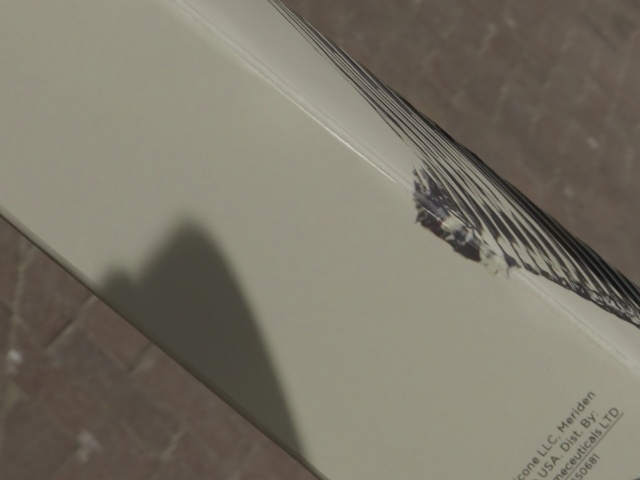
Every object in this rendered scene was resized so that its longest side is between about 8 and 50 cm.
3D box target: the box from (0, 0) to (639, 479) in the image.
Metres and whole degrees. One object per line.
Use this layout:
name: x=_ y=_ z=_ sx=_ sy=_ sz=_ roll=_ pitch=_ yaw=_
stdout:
box: x=0.000 y=0.000 z=0.583 sx=0.275 sy=0.094 sz=0.113 roll=39 pitch=15 yaw=2
